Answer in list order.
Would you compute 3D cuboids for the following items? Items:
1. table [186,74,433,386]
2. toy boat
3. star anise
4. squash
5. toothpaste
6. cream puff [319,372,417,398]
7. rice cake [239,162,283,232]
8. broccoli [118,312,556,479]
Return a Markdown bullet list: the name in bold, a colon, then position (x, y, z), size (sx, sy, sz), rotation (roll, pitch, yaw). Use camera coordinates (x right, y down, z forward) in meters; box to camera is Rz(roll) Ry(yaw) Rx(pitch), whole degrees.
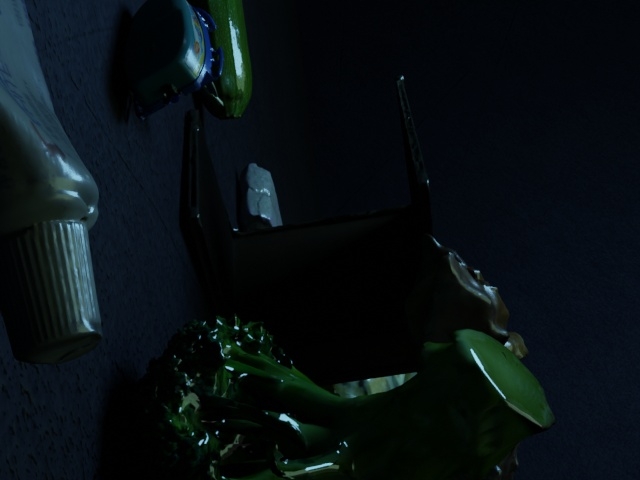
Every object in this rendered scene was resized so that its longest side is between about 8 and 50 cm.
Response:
- **table**: position (0.000, 0.000, 1.177), size (0.196, 0.250, 0.282), rotation (-94, 175, -45)
- **toy boat**: position (-0.120, -0.154, 0.930), size (0.110, 0.091, 0.175), rotation (54, 16, -39)
- **star anise**: position (0.136, 0.113, 0.962), size (0.349, 0.109, 0.292), rotation (73, 18, -60)
- **squash**: position (-0.123, -0.250, 1.254), size (0.077, 0.068, 0.219), rotation (24, 57, -67)
- **toothpaste**: position (-0.157, -0.078, 0.524), size (0.099, 0.068, 0.282), rotation (139, -61, -62)
- **cream puff**: position (0.056, 0.248, 1.557), size (0.378, 0.275, 0.378), rotation (13, 73, -50)
- **rice cake**: position (-0.069, 0.026, 1.551), size (0.298, 0.050, 0.106), rotation (78, 6, -48)
- **broccoli**: position (0.002, 0.162, 0.739), size (0.297, 0.297, 0.297), rotation (43, 19, -18)
